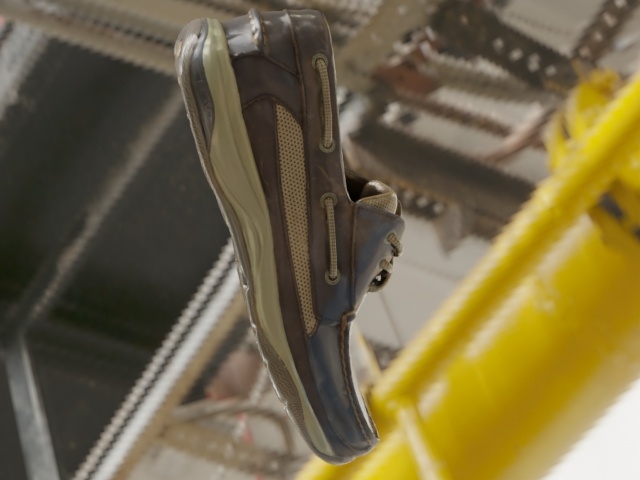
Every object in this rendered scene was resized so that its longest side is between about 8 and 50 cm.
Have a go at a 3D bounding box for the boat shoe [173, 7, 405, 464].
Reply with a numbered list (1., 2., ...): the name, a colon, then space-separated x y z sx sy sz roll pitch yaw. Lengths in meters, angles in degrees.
1. boat shoe: 0.000 0.000 1.413 0.130 0.132 0.355 -17 -65 -1
